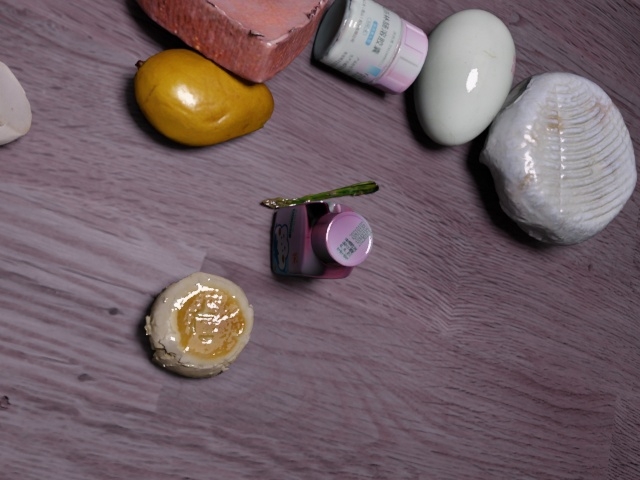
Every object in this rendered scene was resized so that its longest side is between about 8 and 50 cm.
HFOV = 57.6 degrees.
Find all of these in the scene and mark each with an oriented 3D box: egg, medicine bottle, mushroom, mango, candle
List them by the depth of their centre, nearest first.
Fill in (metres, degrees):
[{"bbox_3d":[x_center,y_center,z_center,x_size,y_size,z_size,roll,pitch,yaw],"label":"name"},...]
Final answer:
[{"bbox_3d":[-0.497,-0.167,0.742,0.224,0.093,0.116,-12,80,-18],"label":"mushroom"},{"bbox_3d":[-0.172,-0.215,0.900,0.227,0.109,0.147,2,75,-36],"label":"mango"},{"bbox_3d":[-0.118,-0.364,0.904,0.316,0.131,0.287,-7,60,-29],"label":"candle"},{"bbox_3d":[0.000,0.000,0.908,0.094,0.188,0.119,6,85,-27],"label":"medicine bottle"},{"bbox_3d":[0.090,-0.348,1.037,0.168,0.135,0.135,20,75,-25],"label":"medicine bottle"},{"bbox_3d":[0.265,-0.303,1.092,0.182,0.182,0.264,21,81,-23],"label":"egg"}]

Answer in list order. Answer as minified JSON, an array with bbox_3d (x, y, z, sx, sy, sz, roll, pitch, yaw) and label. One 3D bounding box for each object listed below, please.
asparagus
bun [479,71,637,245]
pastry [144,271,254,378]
[{"bbox_3d":[0.003,-0.079,1.019,0.232,0.022,0.023,-12,107,-29],"label":"asparagus"},{"bbox_3d":[0.461,-0.165,1.169,0.354,0.194,0.355,2,85,-27],"label":"bun"},{"bbox_3d":[-0.178,0.125,0.863,0.165,0.088,0.166,3,83,-25],"label":"pastry"}]
